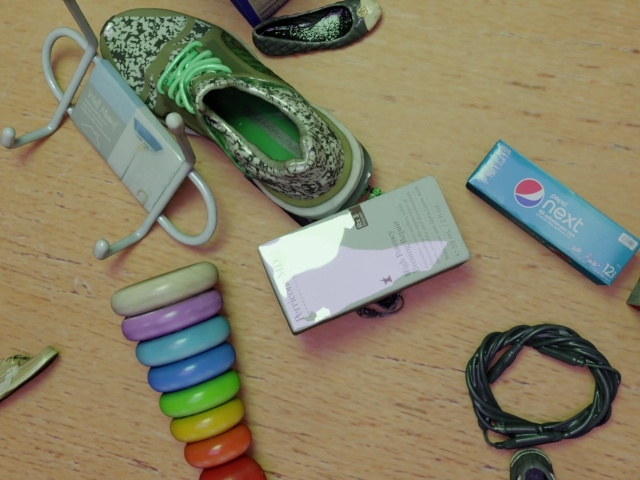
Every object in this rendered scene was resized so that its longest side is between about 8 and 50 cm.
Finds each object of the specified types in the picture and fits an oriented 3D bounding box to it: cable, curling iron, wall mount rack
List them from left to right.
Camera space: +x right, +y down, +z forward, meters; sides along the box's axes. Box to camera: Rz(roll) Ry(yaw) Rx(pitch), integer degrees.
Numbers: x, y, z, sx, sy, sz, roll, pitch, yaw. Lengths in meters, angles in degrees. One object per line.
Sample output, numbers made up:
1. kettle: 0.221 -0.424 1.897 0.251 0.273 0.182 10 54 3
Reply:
1. wall mount rack: -0.257 -0.143 0.992 0.350 0.130 0.304 49 132 7
2. curling iron: 0.000 0.000 1.057 0.274 0.035 0.068 45 94 7
3. cable: 0.277 0.177 1.014 0.184 0.047 0.151 -13 82 10

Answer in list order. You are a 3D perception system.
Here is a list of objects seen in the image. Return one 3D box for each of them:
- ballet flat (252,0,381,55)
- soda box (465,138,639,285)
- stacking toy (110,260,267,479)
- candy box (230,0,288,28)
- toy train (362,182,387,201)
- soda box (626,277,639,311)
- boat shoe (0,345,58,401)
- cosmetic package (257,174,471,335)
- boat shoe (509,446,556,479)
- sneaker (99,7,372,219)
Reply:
1. ballet flat: -0.005 -0.276 1.058 0.173 0.049 0.058 -14 87 7
2. soda box: 0.282 -0.033 1.000 0.210 0.071 0.067 38 93 7
3. stacking toy: -0.150 0.200 1.037 0.141 0.141 0.330 -18 93 7
4. candy box: -0.142 -0.424 0.947 0.122 0.317 0.268 -37 85 4
5. toy train: 0.074 -0.056 1.058 0.083 0.017 0.024 29 102 8
6. soda box: 0.416 0.056 0.883 0.083 0.263 0.092 29 92 9
7. boat shoe: -0.418 0.179 1.102 0.135 0.050 0.045 -35 90 5
8. cosmetic package: 0.050 0.020 0.992 0.231 0.085 0.117 -24 82 -5
9. boat shoe: 0.271 0.361 0.994 0.075 0.065 0.206 -10 87 7
10. sneaker: -0.123 -0.185 0.996 0.410 0.182 0.158 34 90 15
